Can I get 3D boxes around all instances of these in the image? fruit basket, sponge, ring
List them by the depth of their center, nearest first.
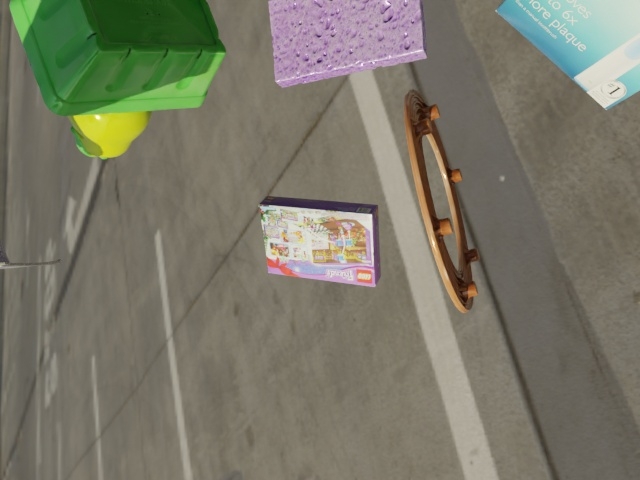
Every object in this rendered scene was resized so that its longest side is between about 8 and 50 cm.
[{"bbox_3d":[0.032,-0.279,0.845,0.210,0.031,0.117,-6,84,22],"label":"sponge"},{"bbox_3d":[0.188,-0.061,0.947,0.032,0.336,0.337,-14,70,20],"label":"ring"},{"bbox_3d":[-0.416,-0.346,1.299,0.392,0.391,0.283,-28,82,58],"label":"fruit basket"}]

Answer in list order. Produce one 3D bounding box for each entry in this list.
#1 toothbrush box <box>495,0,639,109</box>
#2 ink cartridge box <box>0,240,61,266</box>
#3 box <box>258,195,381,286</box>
[{"bbox_3d":[0.397,-0.326,0.776,0.126,0.216,0.295,-53,7,-23],"label":"toothbrush box"},{"bbox_3d":[-0.526,0.017,0.796,0.324,0.329,0.072,173,90,-77],"label":"ink cartridge box"},{"bbox_3d":[0.000,0.000,1.583,0.293,0.057,0.201,7,120,20],"label":"box"}]
